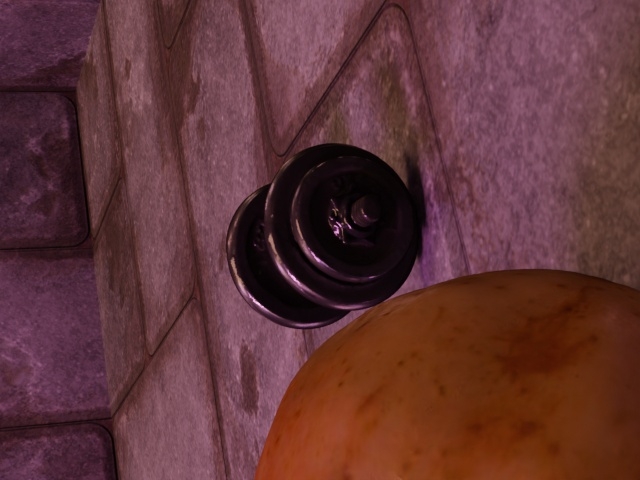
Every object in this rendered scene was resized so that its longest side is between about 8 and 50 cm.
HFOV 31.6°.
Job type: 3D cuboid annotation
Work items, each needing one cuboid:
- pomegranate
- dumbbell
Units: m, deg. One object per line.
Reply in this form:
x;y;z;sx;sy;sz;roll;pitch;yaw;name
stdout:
0.151;0.179;0.756;0.410;0.410;0.410;178;90;-68;pomegranate
0.000;0.000;1.317;0.290;0.192;0.192;148;118;-64;dumbbell
